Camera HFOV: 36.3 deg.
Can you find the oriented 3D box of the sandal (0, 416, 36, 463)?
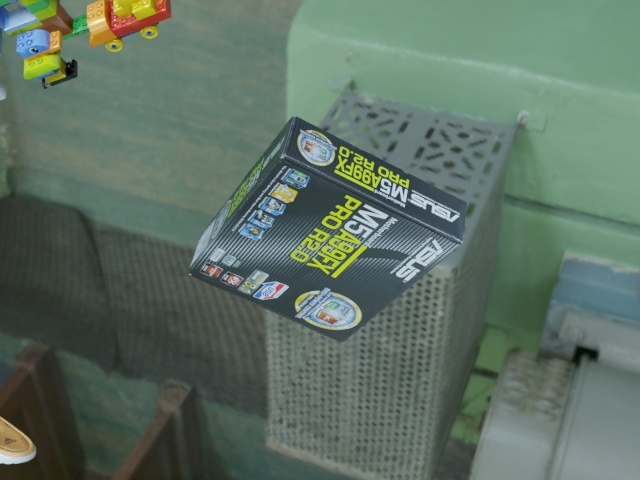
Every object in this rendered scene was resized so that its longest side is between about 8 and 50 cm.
[{"bbox_3d":[-0.480,0.210,1.318,0.265,0.102,0.076,24,100,20],"label":"sandal"}]

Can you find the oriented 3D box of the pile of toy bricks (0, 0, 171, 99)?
[{"bbox_3d":[-0.229,-0.190,0.750,0.212,0.118,0.105,-18,149,14],"label":"pile of toy bricks"}]

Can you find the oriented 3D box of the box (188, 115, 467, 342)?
[{"bbox_3d":[0.000,0.000,1.095,0.216,0.060,0.270,26,142,-16],"label":"box"}]
